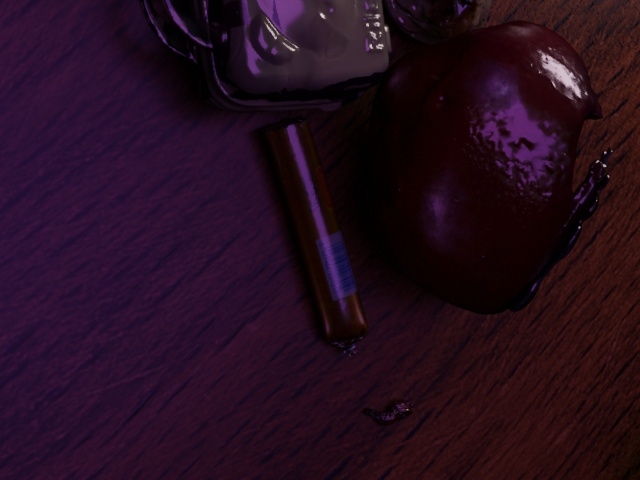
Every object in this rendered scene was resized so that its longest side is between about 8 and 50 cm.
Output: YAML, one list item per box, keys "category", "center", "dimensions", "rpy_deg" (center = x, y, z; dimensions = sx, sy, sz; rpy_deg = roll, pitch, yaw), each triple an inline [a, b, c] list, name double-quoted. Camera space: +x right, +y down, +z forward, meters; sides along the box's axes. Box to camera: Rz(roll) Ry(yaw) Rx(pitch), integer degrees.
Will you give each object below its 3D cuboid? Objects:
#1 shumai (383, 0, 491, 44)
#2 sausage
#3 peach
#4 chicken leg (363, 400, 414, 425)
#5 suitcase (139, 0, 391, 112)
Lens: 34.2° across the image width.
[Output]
- category: "shumai"
  center: [0.190, -0.392, 1.573]
  dimensions: [0.201, 0.120, 0.201]
  rpy_deg: [3, 82, -22]
- category: "sausage"
  center: [0.000, 0.000, 1.536]
  dimensions: [0.082, 0.082, 0.371]
  rpy_deg: [-21, 100, -21]
- category: "peach"
  center: [0.237, -0.096, 1.506]
  dimensions: [0.353, 0.339, 0.416]
  rpy_deg: [-15, 103, 11]
- category: "chicken leg"
  center: [0.108, 0.271, 1.619]
  dimensions: [0.083, 0.021, 0.036]
  rpy_deg: [-11, 105, -18]
- category: "suitcase"
  center: [-0.075, -0.346, 1.409]
  dimensions: [0.339, 0.194, 0.351]
  rpy_deg: [-9, 92, -32]
